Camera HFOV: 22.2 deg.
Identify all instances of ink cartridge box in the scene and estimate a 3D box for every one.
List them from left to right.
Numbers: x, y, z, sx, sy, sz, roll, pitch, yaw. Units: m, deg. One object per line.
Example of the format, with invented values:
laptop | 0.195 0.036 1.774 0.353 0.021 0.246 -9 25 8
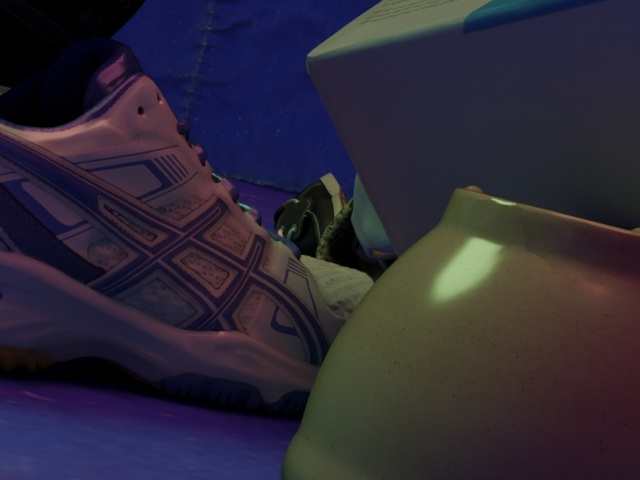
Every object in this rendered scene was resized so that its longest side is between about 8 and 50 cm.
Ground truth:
ink cartridge box | 0.180 -0.066 0.683 0.270 0.197 0.198 -38 20 -35

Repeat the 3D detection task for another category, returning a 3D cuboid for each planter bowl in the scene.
planter bowl | 0.078 0.045 0.537 0.162 0.109 0.162 14 4 -1

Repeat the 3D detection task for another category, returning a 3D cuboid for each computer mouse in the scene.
computer mouse | -0.164 -0.071 0.661 0.071 0.242 0.041 39 21 -57

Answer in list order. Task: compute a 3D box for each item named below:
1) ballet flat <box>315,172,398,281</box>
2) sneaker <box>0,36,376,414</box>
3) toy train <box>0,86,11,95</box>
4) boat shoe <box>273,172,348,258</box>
ballet flat | 0.140 -0.060 0.982 0.182 0.164 0.483 1 -25 -30
sneaker | -0.069 -0.009 0.653 0.296 0.131 0.112 13 1 -43
toy train | -0.241 -0.062 0.850 0.190 0.142 0.334 24 4 2
boat shoe | 0.000 0.000 1.463 0.079 0.084 0.233 -24 13 -1
